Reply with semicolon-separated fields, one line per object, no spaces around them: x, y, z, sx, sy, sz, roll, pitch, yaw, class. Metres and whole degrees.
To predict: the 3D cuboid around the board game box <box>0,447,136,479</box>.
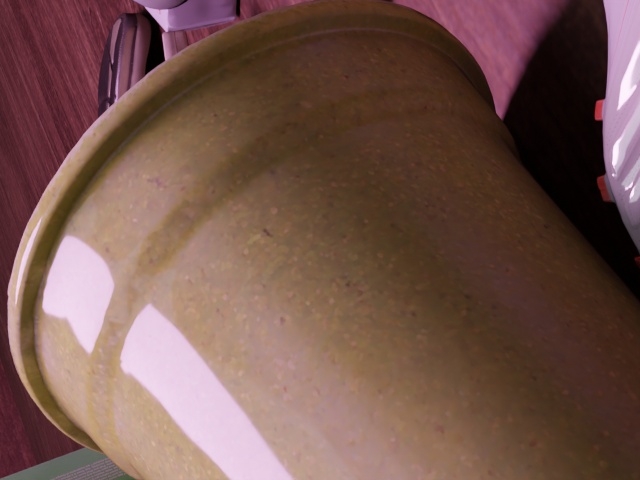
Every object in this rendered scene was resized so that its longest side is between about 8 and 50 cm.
-0.067;0.196;0.692;0.046;0.317;0.213;45;143;44;board game box

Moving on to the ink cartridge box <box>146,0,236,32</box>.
-0.122;-0.247;0.853;0.150;0.063;0.109;49;145;42;ink cartridge box

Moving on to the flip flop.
-0.187;-0.088;1.081;0.112;0.080;0.277;41;125;57;flip flop

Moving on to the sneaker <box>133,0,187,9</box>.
-0.093;-0.258;0.699;0.101;0.106;0.267;-20;63;27;sneaker

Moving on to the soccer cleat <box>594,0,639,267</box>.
0.143;-0.067;0.403;0.076;0.068;0.196;-3;99;61;soccer cleat

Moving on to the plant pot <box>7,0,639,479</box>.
0.042;0.078;0.465;0.254;0.276;0.276;48;145;37;plant pot

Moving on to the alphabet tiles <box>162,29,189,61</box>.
-0.081;-0.014;0.843;0.278;0.021;0.284;-105;5;-46;alphabet tiles
